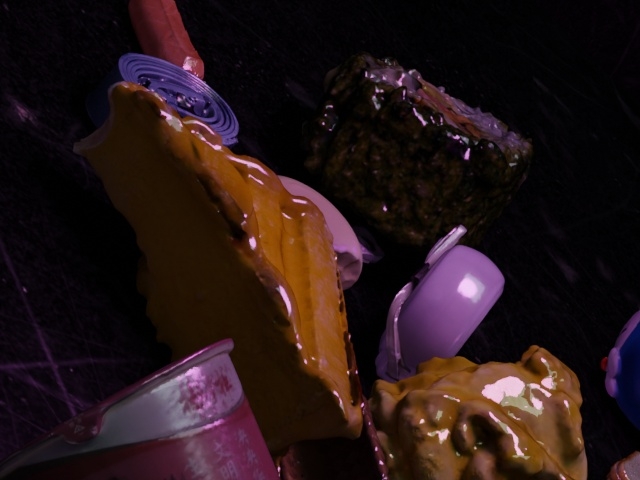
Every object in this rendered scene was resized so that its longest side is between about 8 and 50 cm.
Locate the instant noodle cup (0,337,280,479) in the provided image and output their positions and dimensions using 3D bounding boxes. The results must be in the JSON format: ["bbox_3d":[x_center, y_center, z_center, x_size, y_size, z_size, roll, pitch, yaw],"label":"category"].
[{"bbox_3d":[-0.129,0.208,1.243,0.178,0.235,0.235,61,25,5],"label":"instant noodle cup"}]

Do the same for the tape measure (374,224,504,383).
[{"bbox_3d":[0.139,0.083,1.920,0.105,0.178,0.196,38,22,7],"label":"tape measure"}]

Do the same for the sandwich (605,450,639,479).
[{"bbox_3d":[0.436,0.341,2.198,0.093,0.036,0.105,56,26,17],"label":"sandwich"}]

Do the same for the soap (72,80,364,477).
[{"bbox_3d":[-0.114,0.038,1.576,0.304,0.169,0.339,35,25,-27],"label":"soap"}]

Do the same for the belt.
[{"bbox_3d":[-0.179,-0.139,1.843,0.190,0.082,0.141,11,39,-52],"label":"belt"}]

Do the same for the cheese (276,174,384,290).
[{"bbox_3d":[0.000,0.000,1.932,0.286,0.082,0.163,7,46,-57],"label":"cheese"}]

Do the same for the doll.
[{"bbox_3d":[0.553,0.181,2.394,0.240,0.284,0.310,10,18,22],"label":"doll"}]

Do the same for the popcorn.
[{"bbox_3d":[0.160,0.235,1.695,0.250,0.235,0.242,3,27,-2],"label":"popcorn"}]

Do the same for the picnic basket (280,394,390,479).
[{"bbox_3d":[0.017,0.228,1.587,0.055,0.110,0.193,49,17,-44],"label":"picnic basket"}]

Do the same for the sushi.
[{"bbox_3d":[0.123,-0.121,2.132,0.294,0.178,0.352,34,14,8],"label":"sushi"}]

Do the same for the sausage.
[{"bbox_3d":[-0.192,-0.246,2.013,0.065,0.065,0.169,22,34,-45],"label":"sausage"}]
